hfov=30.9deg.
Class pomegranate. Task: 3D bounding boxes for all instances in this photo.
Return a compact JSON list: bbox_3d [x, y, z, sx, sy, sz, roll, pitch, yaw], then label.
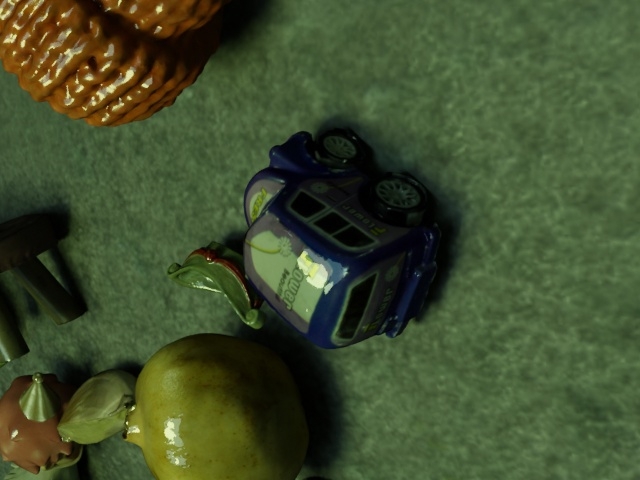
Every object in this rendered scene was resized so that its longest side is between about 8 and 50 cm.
[{"bbox_3d":[-0.125,0.222,1.444,0.233,0.233,0.233,22,122,40],"label":"pomegranate"}]

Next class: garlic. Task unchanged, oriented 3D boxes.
[{"bbox_3d":[-0.314,0.246,1.742,0.195,0.101,0.087,-21,122,44],"label":"garlic"}]

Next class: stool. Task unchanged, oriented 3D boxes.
[{"bbox_3d":[-0.513,0.083,1.767,0.272,0.272,0.178,-8,106,49],"label":"stool"}]

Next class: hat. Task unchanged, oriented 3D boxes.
[{"bbox_3d":[-0.154,-0.307,1.246,0.400,0.285,0.285,-24,88,31],"label":"hat"}]

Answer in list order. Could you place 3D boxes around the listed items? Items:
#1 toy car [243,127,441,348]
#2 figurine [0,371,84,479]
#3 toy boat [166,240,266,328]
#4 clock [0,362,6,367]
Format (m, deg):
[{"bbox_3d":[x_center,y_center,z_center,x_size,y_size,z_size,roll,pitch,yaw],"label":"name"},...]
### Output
[{"bbox_3d":[0.000,0.000,1.243,0.235,0.158,0.172,41,133,28],"label":"toy car"},{"bbox_3d":[-0.443,0.318,1.885,0.207,0.166,0.387,-98,15,-47],"label":"figurine"},{"bbox_3d":[-0.121,0.048,1.452,0.185,0.089,0.071,25,80,43],"label":"toy boat"},{"bbox_3d":[-0.612,0.134,1.933,0.069,0.232,0.170,-39,72,9],"label":"clock"}]
